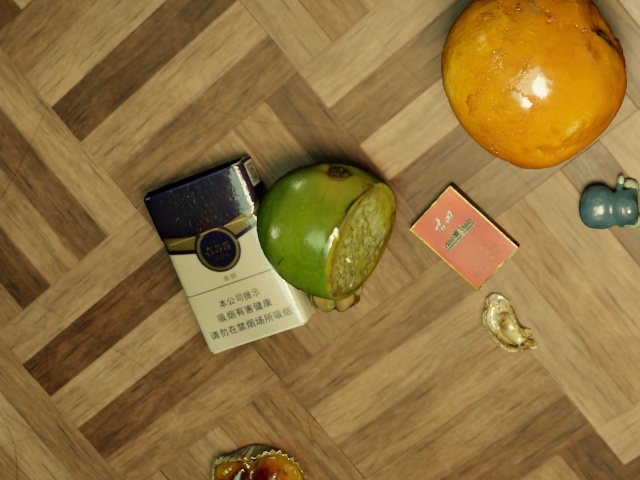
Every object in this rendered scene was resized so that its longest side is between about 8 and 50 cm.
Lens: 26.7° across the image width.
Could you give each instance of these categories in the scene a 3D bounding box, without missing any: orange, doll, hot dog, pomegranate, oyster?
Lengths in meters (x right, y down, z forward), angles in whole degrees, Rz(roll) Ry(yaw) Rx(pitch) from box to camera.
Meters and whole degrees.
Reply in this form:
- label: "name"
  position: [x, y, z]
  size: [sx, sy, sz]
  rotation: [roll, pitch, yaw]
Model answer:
- label: "orange"
  position: [0.269, -0.213, 1.702]
  size: [0.240, 0.240, 0.239]
  rotation: [4, 107, 14]
- label: "doll"
  position: [0.391, -0.049, 1.821]
  size: [0.083, 0.050, 0.076]
  rotation: [-2, 101, 17]
- label: "hot dog"
  position: [-0.096, 0.441, 2.079]
  size: [0.163, 0.082, 0.270]
  rotation: [4, 108, 15]
- label: "pomegranate"
  position: [0.005, -0.014, 1.884]
  size: [0.159, 0.241, 0.189]
  rotation: [22, 80, 28]
- label: "oyster"
  position: [0.266, 0.119, 1.921]
  size: [0.081, 0.038, 0.083]
  rotation: [2, 78, -11]

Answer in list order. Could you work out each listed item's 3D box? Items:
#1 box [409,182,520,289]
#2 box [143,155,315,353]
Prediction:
- label: "box"
  position: [0.203, -0.005, 1.896]
  size: [0.133, 0.023, 0.090]
  rotation: [43, 110, -1]
- label: "box"
  position: [-0.131, 0.021, 1.966]
  size: [0.168, 0.071, 0.259]
  rotation: [-20, 101, 20]
